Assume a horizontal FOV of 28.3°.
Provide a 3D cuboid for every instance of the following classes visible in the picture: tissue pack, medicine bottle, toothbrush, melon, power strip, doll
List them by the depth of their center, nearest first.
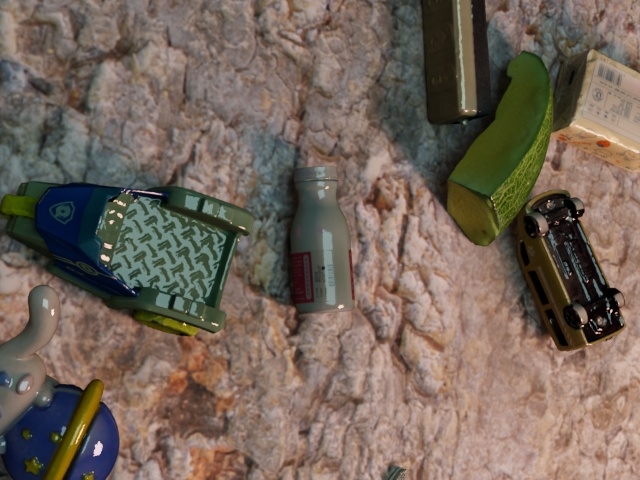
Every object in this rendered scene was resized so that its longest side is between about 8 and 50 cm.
[{"bbox_3d":[-0.364,0.206,1.660,0.243,0.159,0.311,25,104,4],"label":"doll"},{"bbox_3d":[0.000,0.000,1.892,0.090,0.090,0.216,-2,86,-26],"label":"medicine bottle"},{"bbox_3d":[0.065,0.431,1.923,0.016,0.019,0.219,48,68,-20],"label":"toothbrush"},{"bbox_3d":[0.214,-0.307,2.013,0.070,0.105,0.256,-3,86,-24],"label":"power strip"},{"bbox_3d":[0.307,-0.160,2.025,0.124,0.196,0.323,26,69,8],"label":"melon"},{"bbox_3d":[0.492,-0.216,2.145,0.196,0.092,0.148,21,76,-21],"label":"tissue pack"}]

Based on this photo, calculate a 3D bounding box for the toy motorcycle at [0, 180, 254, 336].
[{"bbox_3d":[-0.261,-0.001,1.711,0.326,0.200,0.191,20,78,-24],"label":"toy motorcycle"}]

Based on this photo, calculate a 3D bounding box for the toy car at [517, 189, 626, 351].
[{"bbox_3d":[0.392,0.050,2.060,0.101,0.124,0.256,-21,85,-26],"label":"toy car"}]
